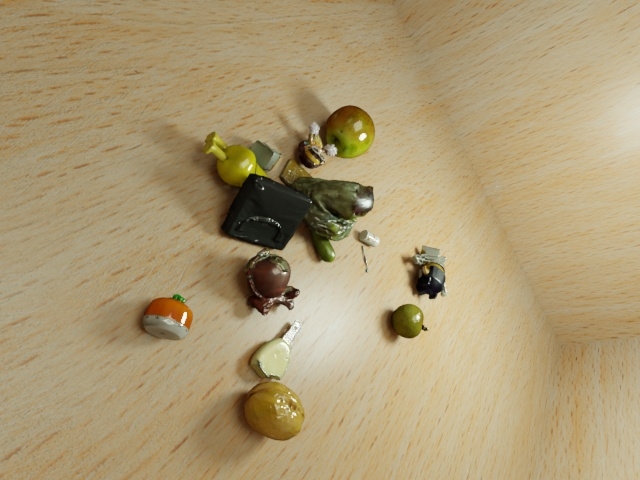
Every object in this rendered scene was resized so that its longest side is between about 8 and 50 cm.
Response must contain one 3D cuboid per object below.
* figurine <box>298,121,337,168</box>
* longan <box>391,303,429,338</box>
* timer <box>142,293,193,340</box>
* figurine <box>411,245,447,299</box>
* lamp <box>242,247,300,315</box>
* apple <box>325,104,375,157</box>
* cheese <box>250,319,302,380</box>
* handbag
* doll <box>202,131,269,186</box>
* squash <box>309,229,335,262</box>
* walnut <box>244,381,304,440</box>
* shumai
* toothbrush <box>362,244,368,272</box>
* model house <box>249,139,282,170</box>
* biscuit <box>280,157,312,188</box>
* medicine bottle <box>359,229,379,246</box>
[{"bbox_3d":[-0.025,-0.405,1.832,0.175,0.116,0.239,45,40,-27],"label":"figurine"},{"bbox_3d":[0.410,0.370,1.916,0.145,0.176,0.154,-25,135,-85],"label":"longan"},{"bbox_3d":[-0.419,0.206,1.169,0.136,0.099,0.136,40,39,-42],"label":"timer"},{"bbox_3d":[0.580,0.171,2.199,0.309,0.143,0.308,22,44,-23],"label":"figurine"},{"bbox_3d":[-0.170,0.131,1.439,0.215,0.151,0.223,-8,122,-42],"label":"lamp"},{"bbox_3d":[0.127,-0.506,1.988,0.226,0.246,0.246,-46,109,-26],"label":"apple"},{"bbox_3d":[-0.130,0.367,1.432,0.127,0.050,0.255,56,43,-12],"label":"cheese"},{"bbox_3d":[-0.188,-0.095,1.469,0.275,0.244,0.088,17,19,-43],"label":"handbag"},{"bbox_3d":[-0.258,-0.243,1.500,0.363,0.145,0.199,41,33,-38],"label":"doll"},{"bbox_3d":[0.000,0.000,1.721,0.066,0.066,0.200,-21,83,-49],"label":"squash"},{"bbox_3d":[-0.137,0.519,1.284,0.207,0.159,0.159,41,48,-20],"label":"walnut"},{"bbox_3d":[0.072,-0.173,1.661,0.309,0.264,0.303,-6,71,-54],"label":"shumai"},{"bbox_3d":[0.207,0.085,1.940,0.013,0.011,0.131,24,54,-64],"label":"toothbrush"},{"bbox_3d":[-0.213,-0.325,1.633,0.101,0.087,0.100,40,13,15],"label":"model house"},{"bbox_3d":[-0.067,-0.232,1.778,0.237,0.026,0.131,43,49,-27],"label":"biscuit"},{"bbox_3d":[0.228,-0.009,1.969,0.089,0.057,0.057,28,54,-36],"label":"medicine bottle"}]
